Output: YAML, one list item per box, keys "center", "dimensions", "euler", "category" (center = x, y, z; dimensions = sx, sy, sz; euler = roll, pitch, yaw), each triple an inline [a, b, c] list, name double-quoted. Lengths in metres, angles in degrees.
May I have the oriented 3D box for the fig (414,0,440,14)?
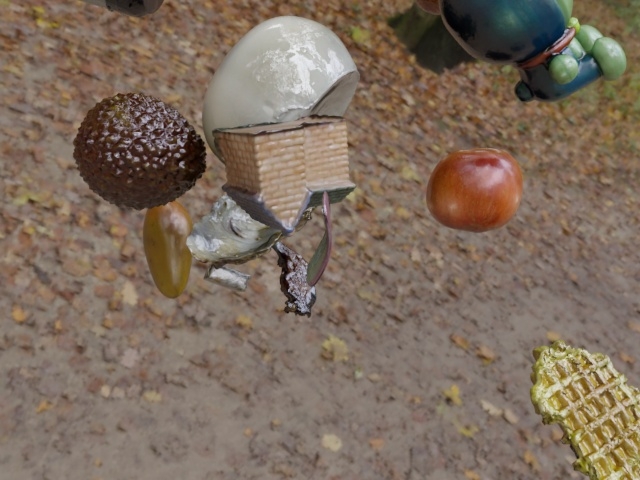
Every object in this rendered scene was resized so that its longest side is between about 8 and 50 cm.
- center: [0.239, -0.551, 1.567]
  dimensions: [0.202, 0.148, 0.149]
  euler: [58, 7, -2]
  category: "fig"

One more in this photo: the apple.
- center: [0.260, -0.088, 1.306]
  dimensions: [0.163, 0.139, 0.163]
  euler: [6, 20, -2]
  category: "apple"

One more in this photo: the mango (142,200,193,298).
- center: [-0.358, 0.014, 1.843]
  dimensions: [0.113, 0.138, 0.253]
  euler: [8, 66, -44]
  category: "mango"

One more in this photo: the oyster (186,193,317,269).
- center: [-0.102, -0.038, 1.562]
  dimensions: [0.204, 0.111, 0.396]
  euler: [5, 24, 20]
  category: "oyster"

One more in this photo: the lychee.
- center: [-0.344, -0.170, 1.504]
  dimensions: [0.271, 0.236, 0.236]
  euler: [12, 20, 27]
  category: "lychee"

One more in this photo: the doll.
- center: [0.298, -0.329, 1.148]
  dimensions: [0.322, 0.186, 0.198]
  euler: [46, 16, -17]
  category: "doll"

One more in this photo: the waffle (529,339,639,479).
- center: [0.449, 0.292, 1.282]
  dimensions: [0.291, 0.051, 0.291]
  euler: [18, 49, -22]
  category: "waffle"

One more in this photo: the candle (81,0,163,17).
- center: [-0.492, -0.610, 1.628]
  dimensions: [0.342, 0.221, 0.221]
  euler: [16, 30, -2]
  category: "candle"

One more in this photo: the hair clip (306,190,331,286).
- center: [0.001, 0.000, 1.012]
  dimensions: [0.022, 0.137, 0.054]
  euler: [6, 38, -8]
  category: "hair clip"

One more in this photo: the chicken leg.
- center: [-0.073, 0.060, 1.700]
  dimensions: [0.106, 0.051, 0.253]
  euler: [1, 51, -44]
  category: "chicken leg"

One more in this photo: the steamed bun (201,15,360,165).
- center: [-0.085, -0.265, 1.436]
  dimensions: [0.206, 0.324, 0.324]
  euler: [39, 29, 6]
  category: "steamed bun"

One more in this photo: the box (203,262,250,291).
- center: [-0.215, 0.085, 1.785]
  dimensions: [0.098, 0.045, 0.062]
  euler: [22, -12, -15]
  category: "box"

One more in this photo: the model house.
- center: [-0.051, -0.100, 1.208]
  dimensions: [0.183, 0.172, 0.166]
  euler: [-14, 14, -27]
  category: "model house"
